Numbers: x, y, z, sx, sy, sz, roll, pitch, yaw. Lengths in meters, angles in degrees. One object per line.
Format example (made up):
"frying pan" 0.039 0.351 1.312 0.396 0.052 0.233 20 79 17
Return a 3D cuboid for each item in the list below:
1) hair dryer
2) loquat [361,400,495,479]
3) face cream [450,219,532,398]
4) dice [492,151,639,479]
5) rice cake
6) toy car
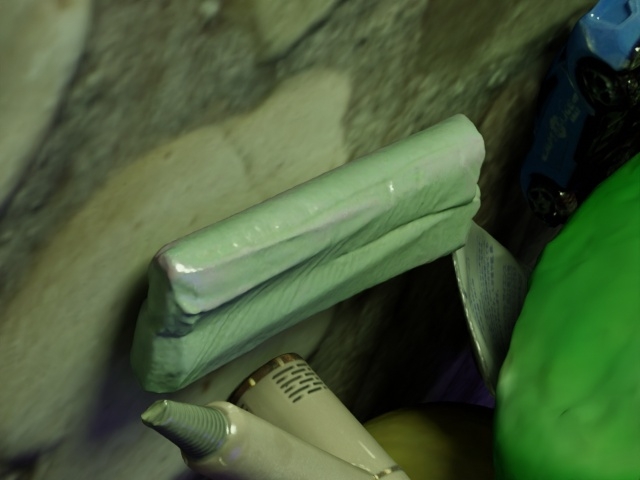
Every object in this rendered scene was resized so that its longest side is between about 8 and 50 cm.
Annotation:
"hair dryer" 0.001 0.124 0.810 0.053 0.195 0.220 -45 157 4
"loquat" 0.075 0.233 1.034 0.276 0.276 0.284 -50 145 4
"face cream" 0.108 0.050 1.016 0.070 0.114 0.224 -18 164 15
"dice" 0.279 0.105 0.869 0.297 0.287 0.300 52 43 -30
"rice cake" 0.001 0.000 0.827 0.222 0.042 0.080 -25 141 -39
"toy car" 0.161 -0.082 0.941 0.103 0.063 0.216 -35 163 -23
